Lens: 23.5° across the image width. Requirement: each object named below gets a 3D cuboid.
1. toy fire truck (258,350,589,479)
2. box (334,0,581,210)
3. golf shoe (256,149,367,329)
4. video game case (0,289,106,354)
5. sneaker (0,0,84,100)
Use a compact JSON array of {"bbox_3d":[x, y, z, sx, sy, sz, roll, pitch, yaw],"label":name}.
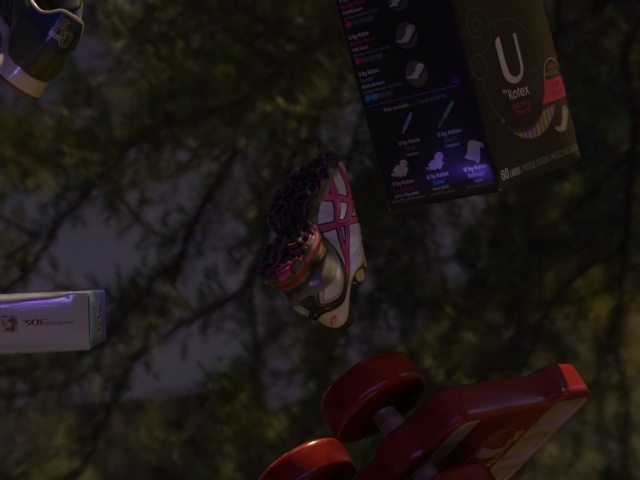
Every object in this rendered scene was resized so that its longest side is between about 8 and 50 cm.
[{"bbox_3d":[0.101,0.237,1.479,0.254,0.169,0.302,-1,-44,-46],"label":"toy fire truck"},{"bbox_3d":[0.133,-0.184,1.524,0.143,0.270,0.165,-10,8,40],"label":"box"},{"bbox_3d":[0.000,0.000,1.241,0.067,0.086,0.186,-31,27,27],"label":"golf shoe"},{"bbox_3d":[-0.344,0.084,1.539,0.244,0.061,0.269,-3,-2,-5],"label":"video game case"},{"bbox_3d":[-0.234,-0.198,1.304,0.064,0.192,0.086,32,-68,-30],"label":"sneaker"}]
